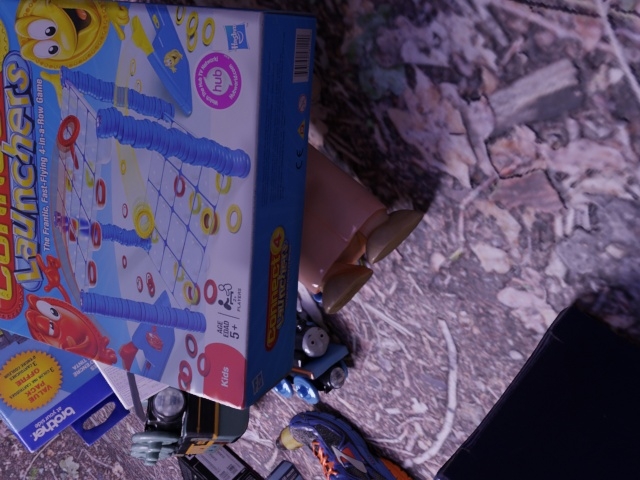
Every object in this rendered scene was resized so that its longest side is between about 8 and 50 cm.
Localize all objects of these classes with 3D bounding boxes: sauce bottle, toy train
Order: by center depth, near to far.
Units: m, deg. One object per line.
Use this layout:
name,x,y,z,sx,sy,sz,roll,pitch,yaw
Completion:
toy train,-0.042,0.145,0.895,0.184,0.080,0.105,1,119,51
sauce bottle,-0.043,0.318,1.113,0.042,0.042,0.128,46,151,6
toy train,-0.239,0.324,1.237,0.190,0.142,0.334,6,154,-13

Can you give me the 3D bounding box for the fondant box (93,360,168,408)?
fondant box,-0.354,0.071,1.102,0.330,0.096,0.238,64,173,-24

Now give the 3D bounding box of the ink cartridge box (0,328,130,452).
ink cartridge box,-0.507,0.191,1.270,0.151,0.270,0.395,6,128,55

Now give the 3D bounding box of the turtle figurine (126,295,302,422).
turtle figurine,-0.157,-0.011,0.747,0.198,0.274,0.266,-25,116,19

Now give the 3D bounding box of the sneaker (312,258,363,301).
sneaker,0.000,0.000,0.702,0.053,0.059,0.144,9,128,49

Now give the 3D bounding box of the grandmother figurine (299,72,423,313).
grandmother figurine,-0.082,-0.082,0.644,0.342,0.208,0.104,44,-174,12

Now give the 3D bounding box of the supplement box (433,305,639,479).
supplement box,0.201,0.265,0.601,0.195,0.194,0.356,34,145,24

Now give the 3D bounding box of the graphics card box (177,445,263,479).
graphics card box,-0.149,0.600,1.495,0.371,0.094,0.232,32,145,25

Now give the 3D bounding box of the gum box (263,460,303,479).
gum box,-0.066,0.527,1.253,0.041,0.157,0.184,-10,115,54

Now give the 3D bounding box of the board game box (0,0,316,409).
board game box,-0.165,-0.046,0.587,0.302,0.086,0.308,12,109,23

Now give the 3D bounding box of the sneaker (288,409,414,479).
sneaker,0.036,0.324,0.975,0.221,0.087,0.083,31,144,27
